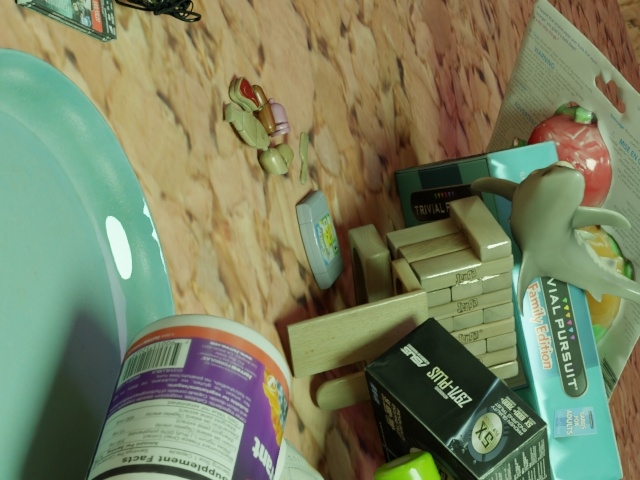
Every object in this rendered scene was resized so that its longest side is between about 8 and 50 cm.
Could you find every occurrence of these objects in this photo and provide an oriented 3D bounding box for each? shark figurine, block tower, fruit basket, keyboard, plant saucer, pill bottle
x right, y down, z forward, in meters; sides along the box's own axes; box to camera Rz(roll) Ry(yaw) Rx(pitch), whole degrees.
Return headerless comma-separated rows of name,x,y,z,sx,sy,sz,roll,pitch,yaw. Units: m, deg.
shark figurine,0.227,0.030,1.504,0.278,0.166,0.116,40,64,-40
block tower,0.131,0.128,1.547,0.091,0.097,0.335,-120,-160,-55
fruit basket,0.281,-0.034,1.779,0.327,0.165,0.353,54,-44,41
keyboard,-0.141,-0.203,1.197,0.100,0.038,0.192,57,12,6
plant saucer,-0.174,0.045,0.979,0.317,0.044,0.317,-12,90,-70
pill bottle,-0.083,0.145,0.952,0.193,0.108,0.108,-78,150,-46

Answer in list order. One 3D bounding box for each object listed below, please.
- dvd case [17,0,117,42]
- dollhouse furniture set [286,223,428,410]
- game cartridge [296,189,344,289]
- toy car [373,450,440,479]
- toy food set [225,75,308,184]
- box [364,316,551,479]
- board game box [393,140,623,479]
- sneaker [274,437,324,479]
dvd case,-0.178,-0.191,1.132,0.119,0.013,0.087,16,65,-69
dollhouse furniture set,0.017,0.074,1.478,0.151,0.123,0.144,-118,-163,-51
game cartridge,0.000,0.000,1.507,0.056,0.017,0.083,-44,121,-62
toy car,0.068,0.259,1.398,0.188,0.149,0.155,-30,98,-81
toy food set,-0.051,-0.099,1.422,0.122,0.019,0.078,45,38,-45
box,0.121,0.177,1.393,0.147,0.077,0.180,43,-19,32
board game box,0.187,0.077,1.678,0.254,0.079,0.336,177,-99,-72
sneaker,-0.039,0.232,1.106,0.121,0.099,0.262,40,36,-18
